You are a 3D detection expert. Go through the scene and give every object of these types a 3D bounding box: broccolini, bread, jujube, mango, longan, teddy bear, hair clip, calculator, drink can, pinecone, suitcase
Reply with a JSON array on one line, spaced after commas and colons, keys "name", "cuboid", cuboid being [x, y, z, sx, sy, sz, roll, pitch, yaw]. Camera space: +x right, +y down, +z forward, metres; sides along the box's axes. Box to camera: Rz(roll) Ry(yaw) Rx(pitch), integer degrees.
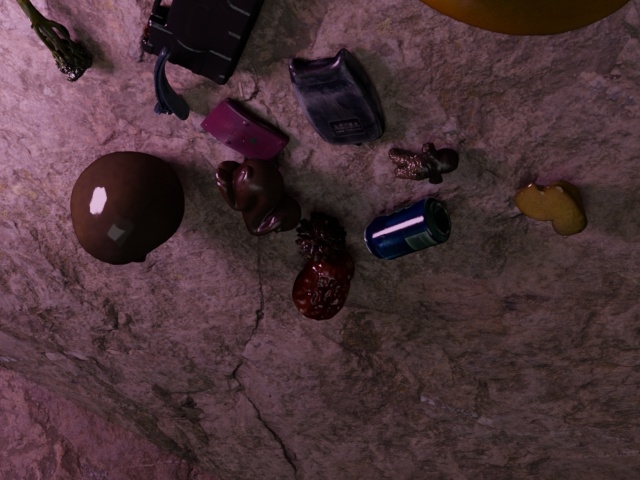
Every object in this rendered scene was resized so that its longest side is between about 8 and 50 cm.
[{"name": "broccolini", "cuboid": [-0.629, -0.510, 1.699, 0.074, 0.078, 0.392, -2, 133, 37]}, {"name": "bread", "cuboid": [0.537, -0.082, 1.840, 0.150, 0.065, 0.187, -6, 142, 40]}, {"name": "jujube", "cuboid": [0.010, 0.114, 2.181, 0.155, 0.155, 0.230, 17, 136, -3]}, {"name": "mango", "cuboid": [0.316, -0.479, 1.286, 0.446, 0.232, 0.300, 13, 138, -12]}, {"name": "longan", "cuboid": [-0.479, -0.084, 1.974, 0.298, 0.297, 0.297, 9, 142, 7]}, {"name": "teddy bear", "cuboid": [0.233, -0.169, 1.811, 0.161, 0.077, 0.119, -4, 134, 24]}, {"name": "hair clip", "cuboid": [-0.340, -0.343, 1.740, 0.083, 0.048, 0.275, 17, 162, 2]}, {"name": "calculator", "cuboid": [-0.177, -0.252, 1.878, 0.191, 0.034, 0.127, 31, 138, -22]}, {"name": "calculator", "cuboid": [0.040, -0.300, 1.748, 0.177, 0.040, 0.268, -5, 142, 26]}, {"name": "drink can", "cuboid": [0.214, -0.025, 1.964, 0.205, 0.118, 0.118, -19, 131, 36]}, {"name": "pinecone", "cuboid": [-0.001, -0.002, 2.045, 0.140, 0.140, 0.120, 27, 125, -16]}, {"name": "suitcase", "cuboid": [-0.238, -0.458, 1.614, 0.206, 0.066, 0.285, 22, 142, -10]}]

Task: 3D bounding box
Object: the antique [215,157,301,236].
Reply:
[{"name": "antique", "cuboid": [-0.135, -0.106, 1.965, 0.144, 0.121, 0.256, -2, 142, 27]}]
